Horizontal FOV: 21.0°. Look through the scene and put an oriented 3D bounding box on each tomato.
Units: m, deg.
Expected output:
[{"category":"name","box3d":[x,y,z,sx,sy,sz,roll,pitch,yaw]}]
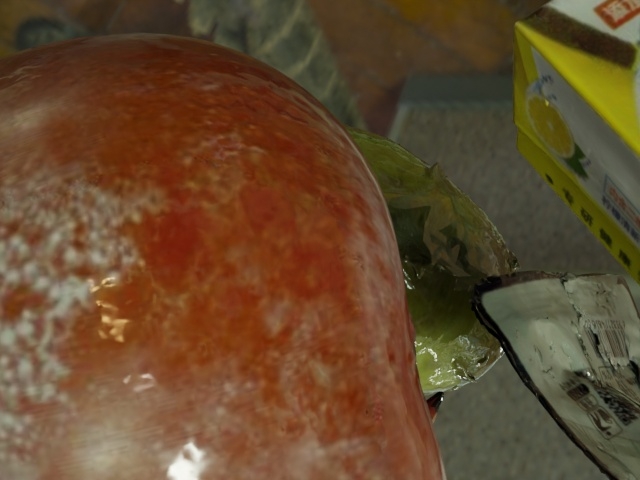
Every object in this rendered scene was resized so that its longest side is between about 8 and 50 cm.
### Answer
[{"category":"tomato","box3d":[-0.079,0.067,0.596,0.227,0.270,0.270,-14,142,-16]}]

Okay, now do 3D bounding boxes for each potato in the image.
[{"category":"potato","box3d":[0.000,0.000,0.810,0.225,0.117,0.090,24,145,-26]}]

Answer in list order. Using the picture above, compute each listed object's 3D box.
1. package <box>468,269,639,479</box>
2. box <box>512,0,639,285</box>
[{"category":"package","box3d":[0.158,0.109,0.711,0.030,0.154,0.239,-43,68,20]},{"category":"box","box3d":[0.227,-0.075,0.699,0.168,0.265,0.097,53,167,25]}]
